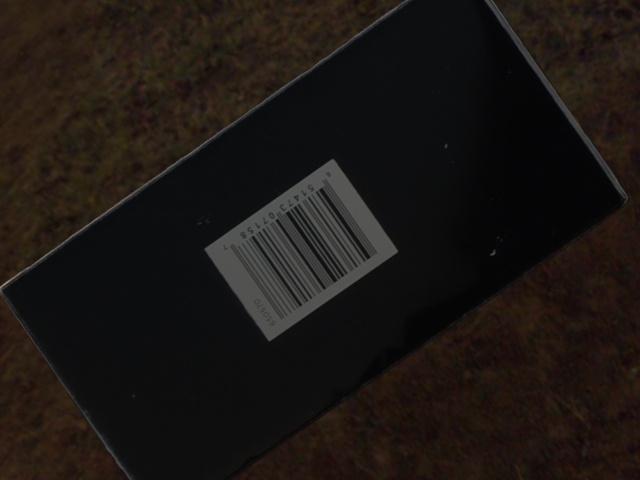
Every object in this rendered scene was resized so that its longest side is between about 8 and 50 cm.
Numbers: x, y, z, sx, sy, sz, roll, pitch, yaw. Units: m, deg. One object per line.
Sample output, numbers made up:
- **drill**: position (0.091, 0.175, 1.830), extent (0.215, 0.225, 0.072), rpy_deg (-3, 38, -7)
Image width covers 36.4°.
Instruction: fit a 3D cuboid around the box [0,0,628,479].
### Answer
- **box**: position (0.000, 0.000, 0.719), extent (0.343, 0.179, 0.312), rpy_deg (-35, 1, 3)
